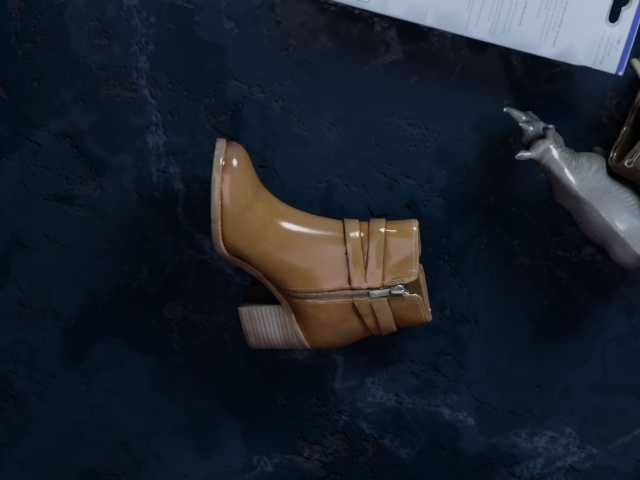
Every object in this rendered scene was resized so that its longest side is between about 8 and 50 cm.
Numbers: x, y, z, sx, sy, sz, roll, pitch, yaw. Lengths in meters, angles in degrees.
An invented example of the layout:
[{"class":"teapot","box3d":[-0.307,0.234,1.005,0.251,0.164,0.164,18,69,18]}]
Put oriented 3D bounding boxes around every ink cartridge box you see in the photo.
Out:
[{"class":"ink cartridge box","box3d":[0.178,-0.293,1.814,0.333,0.065,0.165,16,115,2]}]

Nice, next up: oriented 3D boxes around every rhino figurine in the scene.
[{"class":"rhino figurine","box3d":[0.285,-0.062,1.878,0.243,0.106,0.073,43,112,-12]}]

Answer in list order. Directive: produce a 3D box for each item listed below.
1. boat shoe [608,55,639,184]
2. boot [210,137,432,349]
[{"class":"boat shoe","box3d":[0.370,-0.174,1.807,0.095,0.095,0.257,11,109,-15]},{"class":"boot","box3d":[0.000,0.000,1.944,0.220,0.109,0.283,-8,115,13]}]
